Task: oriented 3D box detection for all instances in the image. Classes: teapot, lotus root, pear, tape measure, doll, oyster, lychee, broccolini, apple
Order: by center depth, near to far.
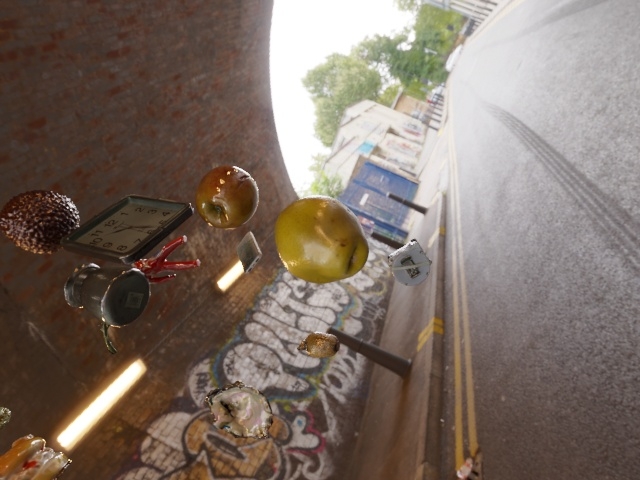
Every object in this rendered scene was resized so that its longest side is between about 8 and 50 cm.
[{"bbox_3d":[-0.289,0.598,1.448,0.092,0.259,0.198,-33,-53,-86],"label":"oyster"},{"bbox_3d":[-0.814,0.178,1.600,0.305,0.285,0.223,-40,-43,-63],"label":"teapot"},{"bbox_3d":[0.000,0.000,1.666,0.362,0.418,0.362,-21,-57,-36],"label":"pear"},{"bbox_3d":[-0.386,-0.168,1.687,0.264,0.264,0.264,24,-90,-84],"label":"apple"},{"bbox_3d":[-1.151,-0.074,1.700,0.276,0.275,0.304,-66,18,6],"label":"lychee"},{"bbox_3d":[-0.726,0.109,1.784,0.099,0.384,0.188,-93,-20,-65],"label":"doll"},{"bbox_3d":[0.401,0.110,1.840,0.182,0.181,0.107,-38,8,11],"label":"tape measure"},{"bbox_3d":[-0.957,0.387,1.898,0.123,0.062,0.271,-19,-72,-60],"label":"broccolini"},{"bbox_3d":[-0.012,0.528,2.087,0.125,0.221,0.118,-74,-16,-55],"label":"lotus root"}]

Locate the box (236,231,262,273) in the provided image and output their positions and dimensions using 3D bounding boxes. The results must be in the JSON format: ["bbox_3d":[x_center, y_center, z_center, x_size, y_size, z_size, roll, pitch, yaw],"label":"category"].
[{"bbox_3d":[-0.402,0.066,2.301,0.142,0.044,0.285,-51,33,9],"label":"box"}]

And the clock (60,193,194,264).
[{"bbox_3d":[-0.537,-0.036,1.169,0.273,0.279,0.049,-54,-35,-45],"label":"clock"}]

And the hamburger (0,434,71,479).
[{"bbox_3d":[-0.927,0.738,1.231,0.261,0.186,0.302,-48,10,-5],"label":"hamburger"}]

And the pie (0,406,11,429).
[{"bbox_3d":[-1.334,0.740,1.592,0.201,0.090,0.248,-18,17,25],"label":"pie"}]
